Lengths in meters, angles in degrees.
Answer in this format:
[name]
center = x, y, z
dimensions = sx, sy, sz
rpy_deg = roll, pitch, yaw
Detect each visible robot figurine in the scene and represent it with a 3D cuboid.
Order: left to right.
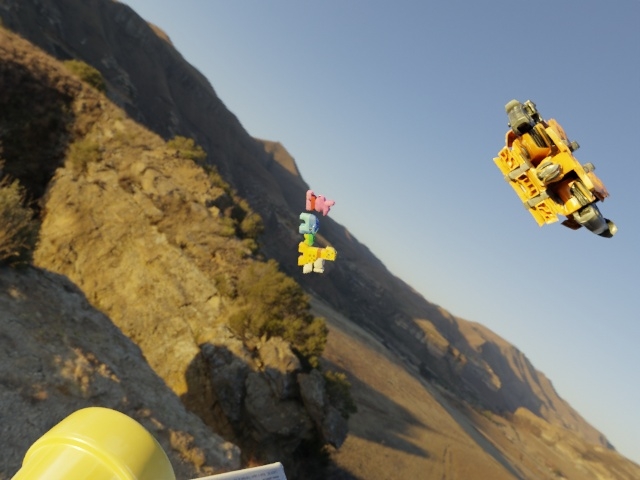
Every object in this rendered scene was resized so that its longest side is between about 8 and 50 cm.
[robot figurine]
center = 0.327, -0.093, 0.645
dimensions = 0.291, 0.085, 0.211
rpy_deg = -16, 71, -55

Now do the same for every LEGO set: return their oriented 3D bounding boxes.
[LEGO set]
center = 0.000, 0.000, 1.154
dimensions = 0.093, 0.227, 0.087
rpy_deg = 9, 26, 11

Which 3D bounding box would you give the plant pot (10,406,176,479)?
[plant pot]
center = -0.393, 0.432, 0.699
dimensions = 0.254, 0.254, 0.239
rpy_deg = 37, 22, 6

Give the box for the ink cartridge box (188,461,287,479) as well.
[ink cartridge box]
center = -0.195, 0.298, 0.438
dimensions = 0.275, 0.239, 0.060
rpy_deg = 29, 31, -55
